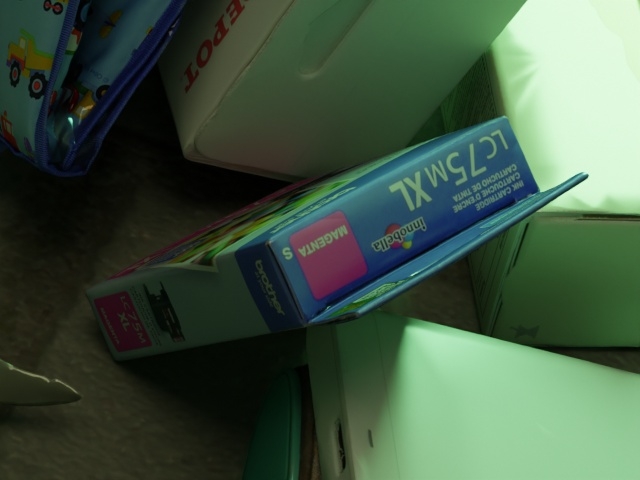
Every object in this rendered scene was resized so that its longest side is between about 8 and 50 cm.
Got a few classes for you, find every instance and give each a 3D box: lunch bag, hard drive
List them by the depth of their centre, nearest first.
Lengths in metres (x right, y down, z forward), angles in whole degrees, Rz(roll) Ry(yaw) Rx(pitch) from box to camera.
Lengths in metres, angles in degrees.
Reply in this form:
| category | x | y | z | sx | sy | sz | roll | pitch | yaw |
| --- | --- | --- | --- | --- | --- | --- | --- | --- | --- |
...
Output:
| category | x | y | z | sx | sy | sz | roll | pitch | yaw |
| --- | --- | --- | --- | --- | --- | --- | --- | --- | --- |
| hard drive | 0.143 | 0.153 | 1.151 | 0.308 | 0.040 | 0.203 | 14 | 45 | -24 |
| lunch bag | -0.178 | -0.186 | 1.292 | 0.138 | 0.293 | 0.221 | 21 | 8 | -38 |

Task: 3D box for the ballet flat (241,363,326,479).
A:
| category | x | y | z | sx | sy | sz | roll | pitch | yaw |
| --- | --- | --- | --- | --- | --- | --- | --- | --- | --- |
| ballet flat | -0.001 | 0.219 | 1.115 | 0.106 | 0.107 | 0.316 | 21 | 52 | -16 |

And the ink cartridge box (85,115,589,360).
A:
| category | x | y | z | sx | sy | sz | roll | pitch | yaw |
| --- | --- | --- | --- | --- | --- | --- | --- | --- | --- |
| ink cartridge box | 0.000 | 0.000 | 1.174 | 0.186 | 0.311 | 0.065 | -28 | 99 | -29 |

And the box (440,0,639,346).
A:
| category | x | y | z | sx | sy | sz | roll | pitch | yaw |
| --- | --- | --- | --- | --- | --- | --- | --- | --- | --- |
| box | 0.162 | -0.087 | 1.362 | 0.121 | 0.148 | 0.311 | 1 | 51 | -10 |

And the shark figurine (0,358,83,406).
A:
| category | x | y | z | sx | sy | sz | roll | pitch | yaw |
| --- | --- | --- | --- | --- | --- | --- | --- | --- | --- |
| shark figurine | -0.271 | 0.161 | 1.131 | 0.116 | 0.166 | 0.278 | 50 | 37 | 0 |

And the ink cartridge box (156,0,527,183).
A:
| category | x | y | z | sx | sy | sz | roll | pitch | yaw |
| --- | --- | --- | --- | --- | --- | --- | --- | --- | --- |
| ink cartridge box | -0.008 | -0.272 | 1.382 | 0.166 | 0.285 | 0.395 | 12 | 44 | -33 |
